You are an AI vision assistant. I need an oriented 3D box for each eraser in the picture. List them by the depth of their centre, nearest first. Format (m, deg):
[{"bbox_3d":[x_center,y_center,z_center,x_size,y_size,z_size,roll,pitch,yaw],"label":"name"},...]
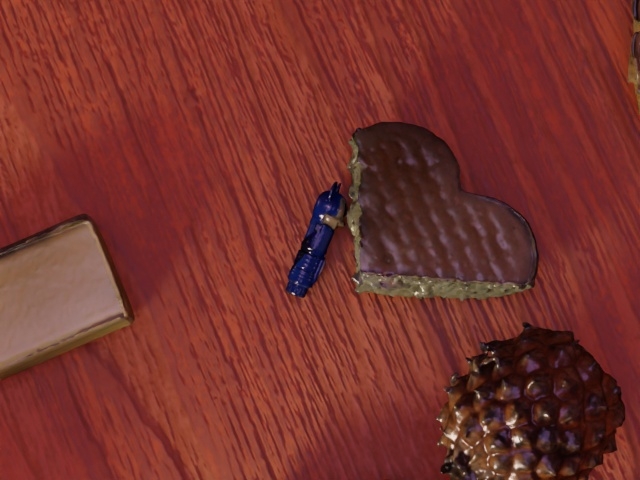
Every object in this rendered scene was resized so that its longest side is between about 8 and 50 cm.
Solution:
[{"bbox_3d":[-0.284,0.060,1.911,0.172,0.058,0.117,-24,80,0],"label":"eraser"}]

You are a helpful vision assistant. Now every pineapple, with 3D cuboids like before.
[{"bbox_3d":[0.185,0.176,1.808,0.193,0.166,0.166,-42,81,-16],"label":"pineapple"}]

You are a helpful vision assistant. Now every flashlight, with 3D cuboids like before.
[{"bbox_3d":[0.000,0.000,1.911,0.035,0.057,0.121,21,92,6],"label":"flashlight"}]

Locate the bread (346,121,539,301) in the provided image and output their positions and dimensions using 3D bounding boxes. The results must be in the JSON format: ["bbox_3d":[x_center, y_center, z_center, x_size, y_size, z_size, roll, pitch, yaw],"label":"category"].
[{"bbox_3d":[0.099,-0.005,1.889,0.232,0.064,0.172,42,72,6],"label":"bread"}]

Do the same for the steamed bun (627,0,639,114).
[{"bbox_3d":[0.394,-0.179,1.887,0.178,0.106,0.192,3,94,18],"label":"steamed bun"}]
